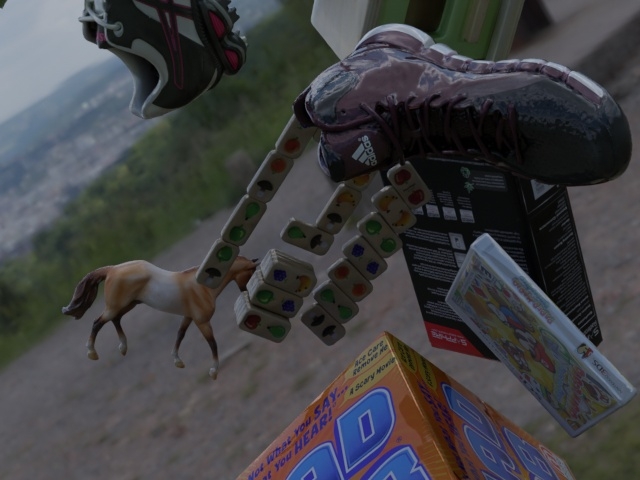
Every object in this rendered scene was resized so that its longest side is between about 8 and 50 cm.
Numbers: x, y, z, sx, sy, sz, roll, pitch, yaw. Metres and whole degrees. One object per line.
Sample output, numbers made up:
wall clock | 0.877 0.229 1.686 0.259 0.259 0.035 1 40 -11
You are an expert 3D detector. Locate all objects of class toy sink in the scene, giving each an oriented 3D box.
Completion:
toy sink | 0.130 -0.261 1.397 0.234 0.153 0.131 -3 36 -25

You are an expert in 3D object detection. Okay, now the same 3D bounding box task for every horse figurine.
horse figurine | -0.225 0.090 1.887 0.263 0.174 0.066 10 16 -2

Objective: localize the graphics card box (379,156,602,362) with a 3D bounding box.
graphics card box | 0.196 -0.025 1.684 0.094 0.371 0.232 -36 29 -32

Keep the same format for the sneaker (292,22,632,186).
sneaker | 0.090 -0.077 1.073 0.162 0.106 0.281 -33 38 -32

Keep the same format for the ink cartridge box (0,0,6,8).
ink cartridge box | -0.425 -0.388 1.654 0.171 0.056 0.235 -58 -17 7

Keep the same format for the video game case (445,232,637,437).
video game case | 0.214 0.102 1.384 0.026 0.206 0.227 -40 -11 -12

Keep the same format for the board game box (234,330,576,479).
board game box | 0.119 0.405 1.612 0.356 0.356 0.356 -46 29 13

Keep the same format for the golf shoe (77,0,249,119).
golf shoe | -0.165 -0.232 1.207 0.120 0.273 0.105 -43 35 -20

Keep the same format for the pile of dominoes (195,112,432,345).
pile of dominoes | 0.000 0.000 1.485 0.251 0.196 0.040 -57 27 19
